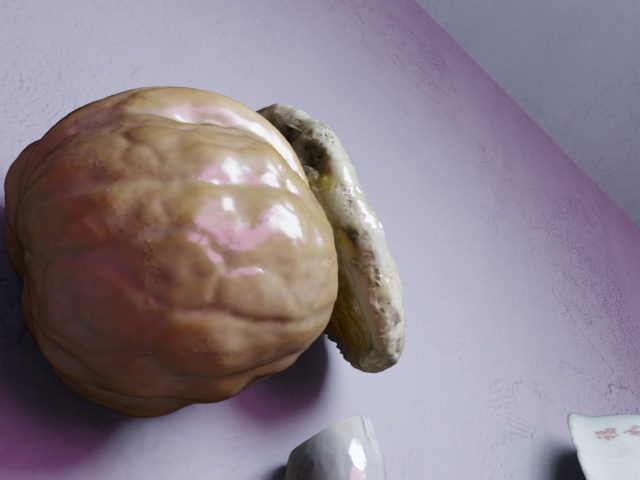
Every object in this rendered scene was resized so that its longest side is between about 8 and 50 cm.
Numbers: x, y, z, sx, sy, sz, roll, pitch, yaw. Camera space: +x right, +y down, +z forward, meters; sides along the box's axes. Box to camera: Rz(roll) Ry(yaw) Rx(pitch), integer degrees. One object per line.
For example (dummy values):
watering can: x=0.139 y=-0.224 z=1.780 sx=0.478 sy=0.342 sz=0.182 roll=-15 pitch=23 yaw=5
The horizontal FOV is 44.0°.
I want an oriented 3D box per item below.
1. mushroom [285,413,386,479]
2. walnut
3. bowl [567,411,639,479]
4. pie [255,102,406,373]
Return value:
mushroom: x=0.037 y=0.291 z=0.717 sx=0.103 sy=0.118 sz=0.270 roll=38 pitch=22 yaw=-49
walnut: x=-0.126 y=0.011 z=0.684 sx=0.285 sy=0.285 sz=0.296 roll=33 pitch=0 yaw=-27
bowl: x=0.534 y=0.396 z=1.086 sx=0.435 sy=0.196 sz=0.435 roll=52 pitch=17 yaw=-22
pie: x=-0.001 y=0.000 z=0.878 sx=0.077 sy=0.339 sz=0.339 roll=-29 pitch=76 yaw=-17
